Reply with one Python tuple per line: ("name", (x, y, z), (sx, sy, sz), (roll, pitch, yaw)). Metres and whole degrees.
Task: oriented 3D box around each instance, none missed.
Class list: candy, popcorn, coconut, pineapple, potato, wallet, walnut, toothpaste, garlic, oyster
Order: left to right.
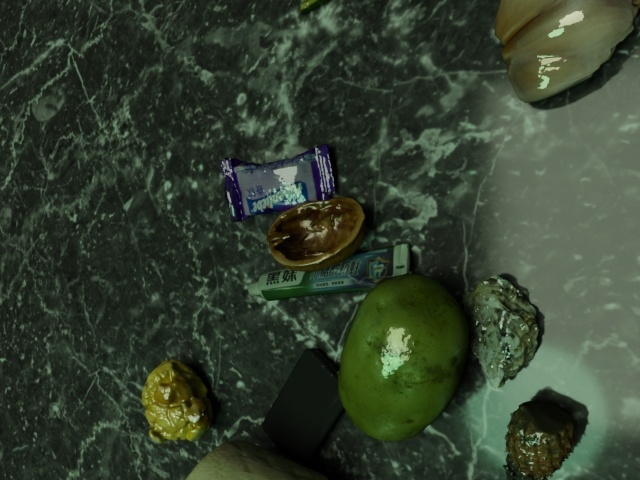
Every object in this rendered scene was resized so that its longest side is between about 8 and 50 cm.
("popcorn", (-0.337, 0.387, 1.447), (0.194, 0.140, 0.163), (45, 106, 14))
("coconut", (-0.143, 0.594, 1.183), (0.416, 0.345, 0.415), (14, 118, 27))
("candy", (-0.093, -0.119, 1.310), (0.275, 0.070, 0.145), (-4, 95, 25))
("wallet", (-0.026, 0.348, 1.288), (0.149, 0.044, 0.250), (40, 113, 31))
("walnut", (0.002, 0.001, 1.215), (0.211, 0.087, 0.167), (-10, 46, 22))
("toothpaste", (0.004, 0.078, 1.250), (0.392, 0.061, 0.098), (-11, 58, 33))
("potato", (0.140, 0.207, 1.074), (0.216, 0.216, 0.304), (35, 109, 29))
("oyster", (0.307, 0.152, 1.047), (0.125, 0.064, 0.177), (-34, 70, 34))
("pineapple", (0.347, 0.362, 1.008), (0.108, 0.108, 0.197), (21, 114, 32))
("garlic", (0.381, -0.354, 0.964), (0.228, 0.110, 0.217), (-25, 73, 32))

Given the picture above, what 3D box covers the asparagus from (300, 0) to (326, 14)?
("asparagus", (-0.003, -0.499, 1.273), (0.108, 0.021, 0.025), (-15, 81, 33))
